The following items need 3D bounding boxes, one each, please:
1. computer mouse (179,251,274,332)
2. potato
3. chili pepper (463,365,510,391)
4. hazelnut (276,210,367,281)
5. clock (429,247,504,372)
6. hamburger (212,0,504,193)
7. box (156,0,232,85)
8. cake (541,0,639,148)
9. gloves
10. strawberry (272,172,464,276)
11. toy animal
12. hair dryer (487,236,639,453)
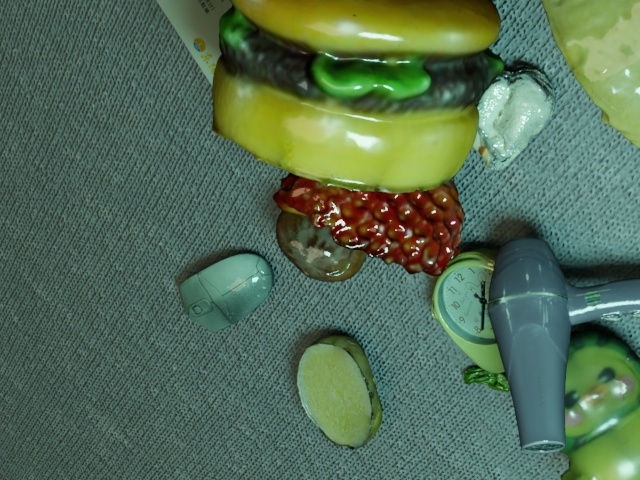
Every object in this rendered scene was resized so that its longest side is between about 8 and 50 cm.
[{"bbox_3d":[-0.175,0.094,2.141,0.229,0.068,0.113,-32,94,37],"label":"computer mouse"},{"bbox_3d":[0.047,0.250,2.085,0.164,0.081,0.200,0,111,39],"label":"potato"},{"bbox_3d":[0.269,0.222,1.970,0.091,0.030,0.034,8,142,30],"label":"chili pepper"},{"bbox_3d":[0.000,0.000,1.944,0.154,0.143,0.143,37,128,-8],"label":"hazelnut"},{"bbox_3d":[0.248,0.081,1.886,0.232,0.069,0.170,45,127,5],"label":"clock"},{"bbox_3d":[0.054,-0.253,1.634,0.396,0.396,0.277,20,115,21],"label":"hamburger"},{"bbox_3d":[-0.171,-0.412,1.885,0.200,0.065,0.343,-29,97,38],"label":"box"},{"bbox_3d":[0.458,-0.299,1.420,0.321,0.332,0.332,-31,96,32],"label":"cake"},{"bbox_3d":[0.263,-0.182,1.745,0.114,0.070,0.153,44,121,15],"label":"gloves"},{"bbox_3d":[0.077,-0.067,1.753,0.265,0.336,0.149,33,102,28],"label":"strawberry"},{"bbox_3d":[0.432,0.292,1.805,0.216,0.191,0.338,-34,83,-1],"label":"toy animal"},{"bbox_3d":[0.416,0.128,1.691,0.361,0.121,0.301,-8,66,14],"label":"hair dryer"}]
